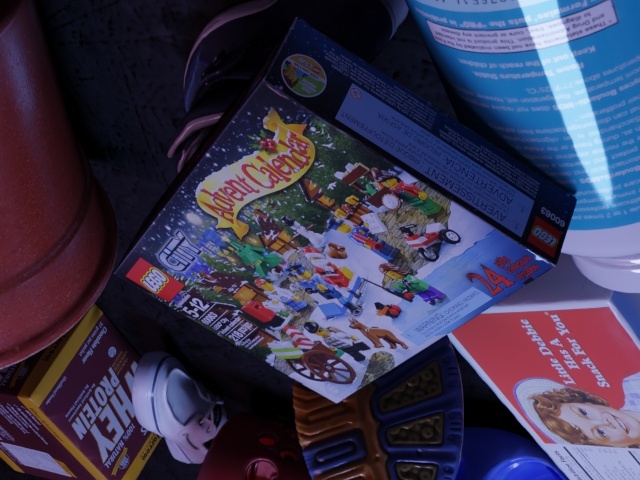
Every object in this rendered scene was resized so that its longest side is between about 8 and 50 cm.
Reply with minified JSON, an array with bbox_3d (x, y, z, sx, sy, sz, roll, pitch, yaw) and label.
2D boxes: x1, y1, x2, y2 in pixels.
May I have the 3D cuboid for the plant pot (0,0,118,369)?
[{"bbox_3d":[-0.299,-0.081,0.892,0.273,0.272,0.265,20,141,16],"label":"plant pot"}]

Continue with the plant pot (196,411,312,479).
[{"bbox_3d":[-0.031,0.288,1.264,0.174,0.191,0.191,11,145,15],"label":"plant pot"}]

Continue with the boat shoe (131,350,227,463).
[{"bbox_3d":[-0.138,0.183,1.315,0.076,0.083,0.226,7,156,14],"label":"boat shoe"}]

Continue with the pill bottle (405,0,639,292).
[{"bbox_3d":[0.133,-0.091,0.599,0.146,0.146,0.264,5,141,35],"label":"pill bottle"}]

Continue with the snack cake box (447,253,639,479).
[{"bbox_3d":[0.216,0.097,0.864,0.152,0.089,0.264,-5,134,47],"label":"snack cake box"}]

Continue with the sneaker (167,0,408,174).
[{"bbox_3d":[-0.054,-0.077,0.768,0.086,0.163,0.226,38,150,-17],"label":"sneaker"}]

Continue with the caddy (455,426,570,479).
[{"bbox_3d":[0.140,0.336,1.053,0.241,0.341,0.179,2,167,38],"label":"caddy"}]

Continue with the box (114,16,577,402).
[{"bbox_3d":[0.000,0.000,0.640,0.159,0.044,0.233,31,147,-11],"label":"box"}]

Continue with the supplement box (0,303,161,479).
[{"bbox_3d":[-0.302,0.171,1.370,0.194,0.129,0.191,3,140,37],"label":"supplement box"}]

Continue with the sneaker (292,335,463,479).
[{"bbox_3d":[0.034,0.074,0.844,0.112,0.296,0.131,-14,152,4],"label":"sneaker"}]
